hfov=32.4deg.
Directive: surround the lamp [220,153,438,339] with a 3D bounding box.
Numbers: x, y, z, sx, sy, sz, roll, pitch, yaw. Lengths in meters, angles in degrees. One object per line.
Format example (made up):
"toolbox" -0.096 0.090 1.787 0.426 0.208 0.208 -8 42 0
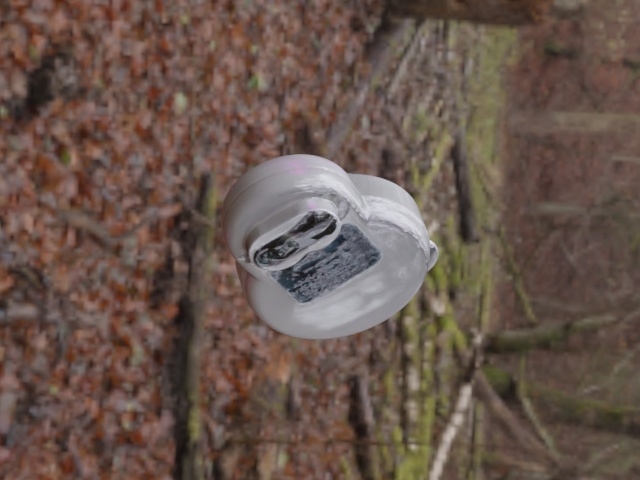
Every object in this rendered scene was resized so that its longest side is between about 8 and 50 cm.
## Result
"lamp" -0.001 -0.002 1.005 0.246 0.179 0.108 44 17 -51
